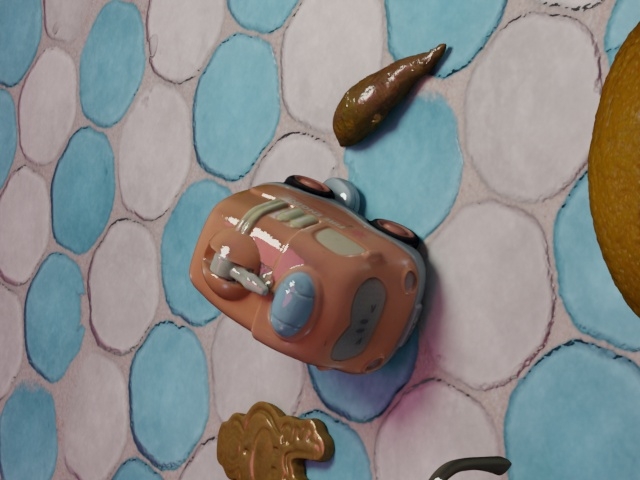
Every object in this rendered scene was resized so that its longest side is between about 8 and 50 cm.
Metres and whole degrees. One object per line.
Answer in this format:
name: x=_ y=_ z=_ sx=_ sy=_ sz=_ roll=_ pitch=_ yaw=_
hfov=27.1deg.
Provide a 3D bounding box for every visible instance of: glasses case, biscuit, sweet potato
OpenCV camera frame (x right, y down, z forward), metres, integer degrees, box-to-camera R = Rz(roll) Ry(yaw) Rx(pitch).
glasses case: x=0.000 y=0.000 z=1.790 sx=0.067 sy=0.045 sz=0.178 roll=41 pitch=114 yaw=43
biscuit: x=-0.069 y=0.298 z=1.835 sx=0.236 sy=0.040 sz=0.144 roll=6 pitch=83 yaw=48
sweet potato: x=0.075 y=-0.190 z=1.722 sx=0.226 sy=0.068 sz=0.068 roll=-42 pitch=54 yaw=36

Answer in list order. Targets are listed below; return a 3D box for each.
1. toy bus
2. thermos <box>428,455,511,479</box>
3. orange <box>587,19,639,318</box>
toy bus: x=-0.026 y=0.042 z=1.649 sx=0.288 sy=0.232 sz=0.194 roll=31 pitch=105 yaw=25
thermos: x=0.159 y=0.298 z=1.440 sx=0.105 sy=0.193 sz=0.137 roll=27 pitch=104 yaw=49
orange: x=0.393 y=-0.055 z=1.140 sx=0.322 sy=0.322 sz=0.357 roll=16 pitch=104 yaw=50
